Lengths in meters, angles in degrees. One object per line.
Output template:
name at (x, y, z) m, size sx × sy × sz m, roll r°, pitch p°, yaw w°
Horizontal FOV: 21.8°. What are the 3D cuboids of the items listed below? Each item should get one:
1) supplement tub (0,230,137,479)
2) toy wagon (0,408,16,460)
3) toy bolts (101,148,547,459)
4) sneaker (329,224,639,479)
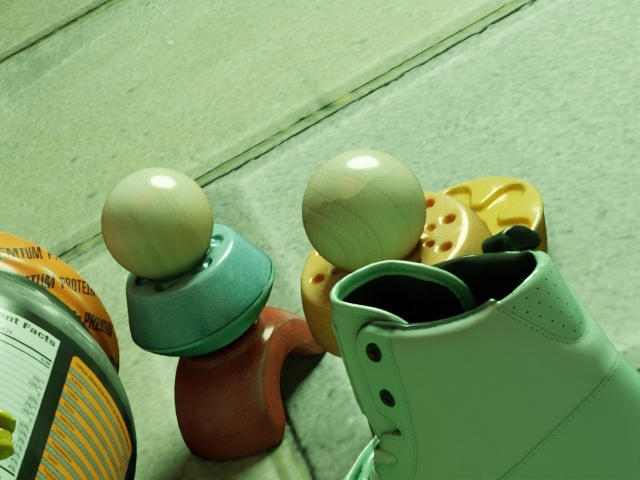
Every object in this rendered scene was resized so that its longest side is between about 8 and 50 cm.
supplement tub at (-0.202, 0.151, 0.782) m, size 0.207 × 0.207 × 0.338 m, roll -19°, pitch 30°, yaw 17°
toy wagon at (-0.112, 0.223, 0.540) m, size 0.267 × 0.068 × 0.344 m, roll -6°, pitch 62°, yaw -11°
toy bolts at (0.000, 0.000, 0.891) m, size 0.228 × 0.158 × 0.218 m, roll -13°, pitch 33°, yaw 26°
sneaker at (0.029, 0.082, 0.713) m, size 0.256 × 0.151 × 0.094 m, roll -24°, pitch 15°, yaw 37°
